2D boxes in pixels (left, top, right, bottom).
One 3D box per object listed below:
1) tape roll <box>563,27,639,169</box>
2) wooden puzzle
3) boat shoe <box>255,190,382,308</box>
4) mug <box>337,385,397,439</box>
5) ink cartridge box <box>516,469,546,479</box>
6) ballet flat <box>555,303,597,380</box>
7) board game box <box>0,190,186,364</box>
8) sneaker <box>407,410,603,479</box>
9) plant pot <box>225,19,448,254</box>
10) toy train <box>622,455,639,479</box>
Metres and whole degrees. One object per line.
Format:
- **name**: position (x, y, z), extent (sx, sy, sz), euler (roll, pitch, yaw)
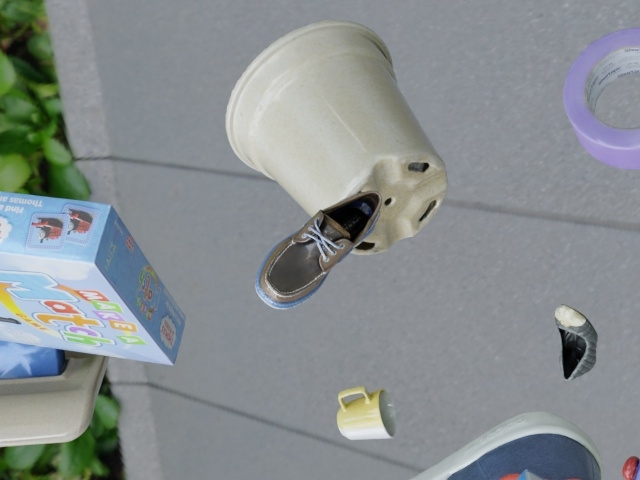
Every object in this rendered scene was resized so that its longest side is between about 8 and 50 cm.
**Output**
- **tape roll**: position (0.450, -0.203, 1.452), extent (0.188, 0.080, 0.189), euler (-8, 70, 21)
- **wooden puzzle**: position (-0.403, 0.118, 1.152), extent (0.322, 0.348, 0.081), euler (-3, 110, -4)
- **boat shoe**: position (0.000, 0.000, 1.079), extent (0.066, 0.183, 0.066), euler (42, 144, 4)
- **mug**: position (0.054, 0.216, 1.274), extent (0.064, 0.062, 0.078), euler (-16, 94, 21)
- **ink cartridge box**: position (0.114, 0.202, 0.557), extent (0.088, 0.052, 0.122), euler (32, 107, -8)
- **ballet flat**: position (0.353, 0.144, 1.407), extent (0.057, 0.049, 0.173), euler (32, 161, 37)
- **board game box**: position (-0.198, 0.017, 0.579), extent (0.211, 0.039, 0.160), euler (6, 156, 10)
- **sneaker**: position (0.090, 0.289, 0.852), extent (0.131, 0.148, 0.350), euler (38, 115, -14)
- **plant pot**: position (0.050, -0.154, 1.733), extent (0.305, 0.333, 0.334), euler (56, 137, 37)
- **toy train**: position (0.579, 0.384, 1.691), extent (0.105, 0.143, 0.248), euler (23, 107, 35)
